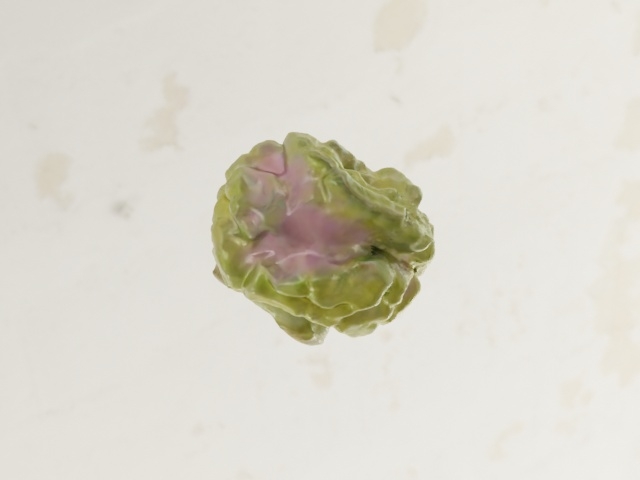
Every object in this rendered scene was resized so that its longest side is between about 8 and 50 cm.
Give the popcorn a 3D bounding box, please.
[{"bbox_3d":[0.000,0.000,1.003,0.145,0.125,0.126,1,-30,-10],"label":"popcorn"}]
